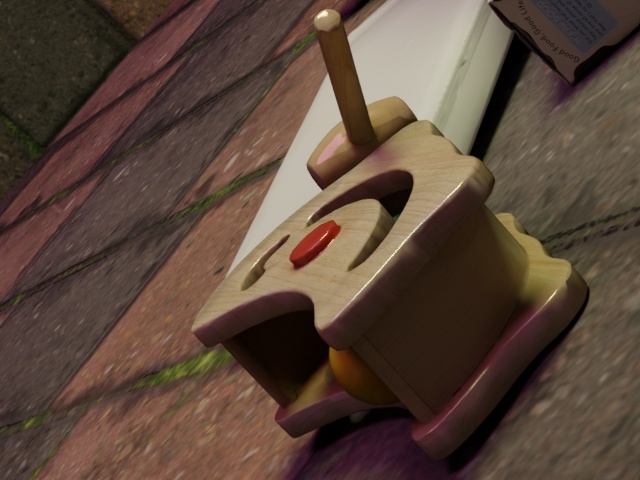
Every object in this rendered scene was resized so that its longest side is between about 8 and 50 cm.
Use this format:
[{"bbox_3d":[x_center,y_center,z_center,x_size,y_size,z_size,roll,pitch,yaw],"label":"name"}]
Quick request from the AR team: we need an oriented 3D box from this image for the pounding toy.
[{"bbox_3d":[0.000,0.000,0.911,0.154,0.155,0.269,-42,13,2],"label":"pounding toy"}]

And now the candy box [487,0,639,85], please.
[{"bbox_3d":[0.200,-0.209,1.090,0.233,0.071,0.159,-42,14,22],"label":"candy box"}]

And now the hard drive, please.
[{"bbox_3d":[0.045,-0.085,1.247,0.203,0.040,0.307,-38,17,38],"label":"hard drive"}]
